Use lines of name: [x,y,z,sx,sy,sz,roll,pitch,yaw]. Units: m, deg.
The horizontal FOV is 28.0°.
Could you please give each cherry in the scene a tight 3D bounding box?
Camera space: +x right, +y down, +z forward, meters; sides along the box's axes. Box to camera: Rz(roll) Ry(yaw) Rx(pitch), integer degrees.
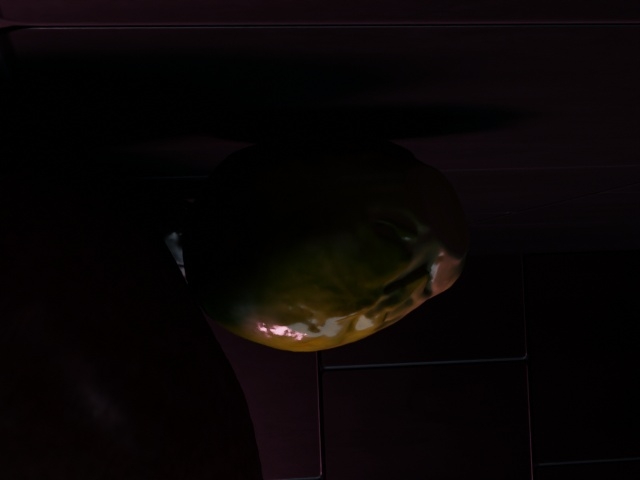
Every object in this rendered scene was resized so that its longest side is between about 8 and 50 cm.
cherry: [-0.156,0.067,0.622,0.307,0.221,0.261,42,178,6]

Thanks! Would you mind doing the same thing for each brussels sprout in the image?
brussels sprout: [-0.002,-0.003,0.700,0.155,0.117,0.155,-21,-173,3]

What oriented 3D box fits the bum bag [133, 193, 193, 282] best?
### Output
bum bag: [-0.184,0.012,1.097,0.340,0.095,0.144,-12,162,42]
